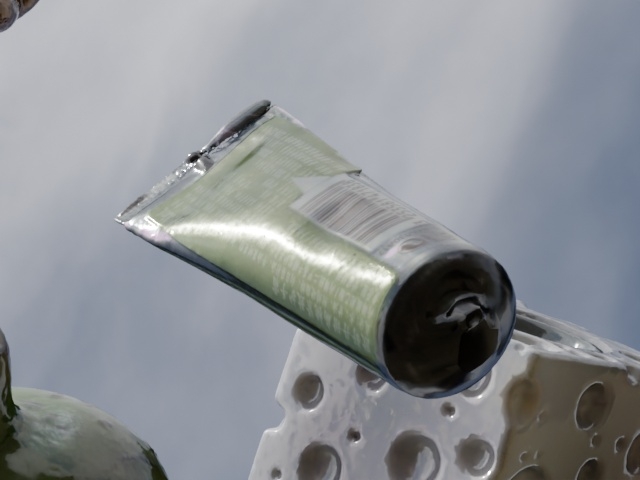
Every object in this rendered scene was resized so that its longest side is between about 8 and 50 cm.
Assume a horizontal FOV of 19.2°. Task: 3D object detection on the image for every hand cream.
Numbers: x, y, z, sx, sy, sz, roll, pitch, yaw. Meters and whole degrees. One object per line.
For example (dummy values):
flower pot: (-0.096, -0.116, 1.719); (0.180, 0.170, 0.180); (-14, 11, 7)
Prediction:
hand cream: (0.000, 0.000, 0.728); (0.086, 0.235, 0.055); (-38, -59, -13)

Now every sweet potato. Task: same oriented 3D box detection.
sweet potato: (-0.221, -0.166, 1.309); (0.044, 0.179, 0.044); (5, -71, 14)

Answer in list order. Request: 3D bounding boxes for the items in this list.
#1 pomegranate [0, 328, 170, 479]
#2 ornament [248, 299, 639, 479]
pomegranate: (-0.229, 0.176, 1.171); (0.242, 0.242, 0.306); (-37, -53, 1)
ornament: (0.121, 0.171, 1.549); (0.239, 0.240, 0.239); (13, -82, -47)
